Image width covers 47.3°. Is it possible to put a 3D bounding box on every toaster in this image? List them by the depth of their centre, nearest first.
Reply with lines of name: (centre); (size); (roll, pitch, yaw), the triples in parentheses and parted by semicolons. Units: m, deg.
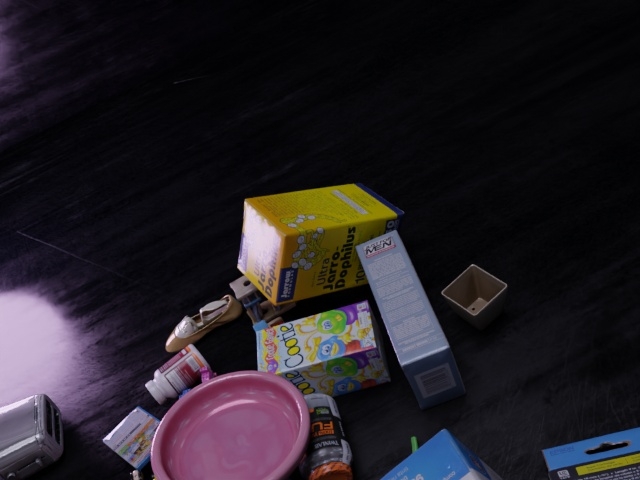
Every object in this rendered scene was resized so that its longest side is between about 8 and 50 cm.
toaster: (-0.736, 0.485, 1.830); (0.146, 0.129, 0.227); (-23, 40, -4)

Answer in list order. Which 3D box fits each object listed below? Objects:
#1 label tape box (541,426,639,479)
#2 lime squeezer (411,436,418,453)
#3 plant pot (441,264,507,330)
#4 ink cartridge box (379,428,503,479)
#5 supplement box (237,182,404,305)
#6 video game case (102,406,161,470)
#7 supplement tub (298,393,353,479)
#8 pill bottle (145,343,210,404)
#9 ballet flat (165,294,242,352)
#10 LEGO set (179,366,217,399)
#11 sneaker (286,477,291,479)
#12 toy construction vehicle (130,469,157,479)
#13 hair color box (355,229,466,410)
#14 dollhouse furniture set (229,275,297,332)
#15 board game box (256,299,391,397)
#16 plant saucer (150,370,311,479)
label tape box: (0.540, 0.464, 1.256); (0.240, 0.106, 0.334); (-16, 12, 10)
lime squeezer: (0.158, 0.535, 1.439); (0.110, 0.059, 0.310); (-16, 35, 57)
plant pot: (0.363, 0.142, 1.687); (0.109, 0.096, 0.109); (-39, 44, -15)
ink cartridge box: (0.292, 0.542, 1.170); (0.166, 0.285, 0.395); (-40, 43, 5)
supplement box: (0.000, 0.000, 1.810); (0.356, 0.194, 0.195); (-11, 34, -33)
video game case: (-0.439, 0.475, 1.762); (0.166, 0.015, 0.119); (15, 50, 45)
supplement tub: (0.001, 0.432, 1.551); (0.117, 0.117, 0.190); (-23, 43, 2)
pill bottle: (-0.358, 0.338, 1.830); (0.152, 0.086, 0.086); (-38, 44, -14)
ballet flat: (-0.321, 0.214, 1.944); (0.232, 0.073, 0.080); (-30, 42, -6)
LEGO set: (-0.300, 0.399, 1.737); (0.087, 0.093, 0.227); (-18, 43, 7)
sneaker: (-0.076, 0.508, 1.537); (0.058, 0.152, 0.084); (-48, -2, 13)
toy construction vehicle: (-0.390, 0.544, 1.683); (0.085, 0.035, 0.098); (-28, 34, -5)
hair color box: (0.200, 0.173, 1.664); (0.113, 0.185, 0.375); (-22, 43, 4)
dollhouse furniture set: (-0.122, 0.172, 1.853); (0.128, 0.129, 0.184); (-30, 42, -6)
board game box: (0.005, 0.267, 1.692); (0.275, 0.142, 0.144); (-17, 43, 8)
plant saucer: (-0.177, 0.415, 1.498); (0.332, 0.084, 0.332); (-9, 36, 6)
